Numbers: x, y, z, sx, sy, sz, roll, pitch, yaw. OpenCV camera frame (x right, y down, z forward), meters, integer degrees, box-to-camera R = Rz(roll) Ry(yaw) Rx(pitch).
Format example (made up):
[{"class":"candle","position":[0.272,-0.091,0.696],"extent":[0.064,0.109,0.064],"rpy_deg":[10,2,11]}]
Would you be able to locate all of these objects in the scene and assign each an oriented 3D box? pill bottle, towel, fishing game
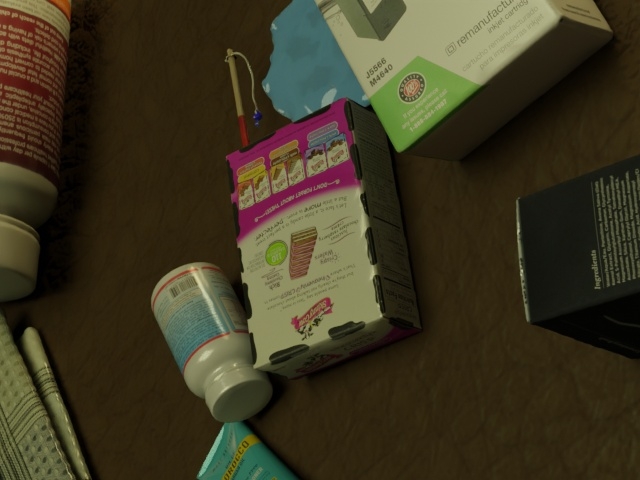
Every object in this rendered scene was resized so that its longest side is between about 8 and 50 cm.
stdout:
[{"class":"pill bottle","position":[-0.426,-0.135,1.825],"extent":[0.224,0.224,0.392],"rpy_deg":[-15,66,40]},{"class":"pill bottle","position":[-0.109,0.105,1.537],"extent":[0.087,0.087,0.160],"rpy_deg":[-48,49,22]},{"class":"towel","position":[-0.400,0.284,1.797],"extent":[0.312,0.056,0.324],"rpy_deg":[-52,50,23]},{"class":"fishing game","position":[0.019,-0.199,1.547],"extent":[0.264,0.041,0.189],"rpy_deg":[-27,57,23]}]

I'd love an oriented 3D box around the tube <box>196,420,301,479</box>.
[{"class":"tube","position":[-0.053,0.243,1.470],"extent":[0.207,0.052,0.080],"rpy_deg":[31,89,51]}]

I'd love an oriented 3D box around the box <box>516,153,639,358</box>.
[{"class":"box","position":[0.276,0.005,1.149],"extent":[0.207,0.153,0.108],"rpy_deg":[-20,63,38]}]

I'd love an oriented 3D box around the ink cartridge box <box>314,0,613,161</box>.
[{"class":"ink cartridge box","position":[0.106,-0.241,1.381],"extent":[0.198,0.114,0.273],"rpy_deg":[-40,67,29]}]

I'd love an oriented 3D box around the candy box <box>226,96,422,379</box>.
[{"class":"candy box","position":[0.000,0.000,1.466],"extent":[0.159,0.071,0.233],"rpy_deg":[-23,62,32]}]
